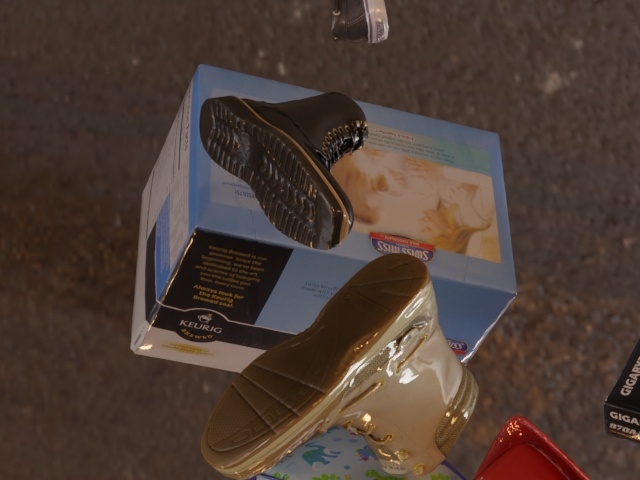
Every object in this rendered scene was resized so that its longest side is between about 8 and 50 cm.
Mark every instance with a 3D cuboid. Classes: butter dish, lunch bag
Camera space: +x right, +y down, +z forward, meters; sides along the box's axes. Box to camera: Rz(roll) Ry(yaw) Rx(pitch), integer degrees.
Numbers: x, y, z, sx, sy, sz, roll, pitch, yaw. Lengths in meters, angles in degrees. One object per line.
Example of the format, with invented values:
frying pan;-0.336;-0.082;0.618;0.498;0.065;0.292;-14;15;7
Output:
butter dish;0.143;0.242;1.286;0.118;0.160;0.160;-17;140;-41
lunch bag;0.038;0.221;1.418;0.151;0.129;0.096;7;112;38

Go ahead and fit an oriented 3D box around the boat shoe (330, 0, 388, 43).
boat shoe;0.021;-0.303;1.950;0.076;0.228;0.080;-9;141;-4

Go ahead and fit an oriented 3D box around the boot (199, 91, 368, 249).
boot;0.006;-0.071;1.414;0.137;0.198;0.076;-11;131;-32

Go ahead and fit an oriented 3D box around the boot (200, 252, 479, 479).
boot;0.022;0.131;1.274;0.213;0.077;0.165;-43;134;-16

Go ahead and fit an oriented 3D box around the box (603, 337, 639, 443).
box;0.406;0.131;1.724;0.175;0.220;0.051;15;134;26

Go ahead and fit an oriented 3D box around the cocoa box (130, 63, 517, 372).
cocoa box;0.000;0.000;1.798;0.347;0.231;0.228;12;139;-16
